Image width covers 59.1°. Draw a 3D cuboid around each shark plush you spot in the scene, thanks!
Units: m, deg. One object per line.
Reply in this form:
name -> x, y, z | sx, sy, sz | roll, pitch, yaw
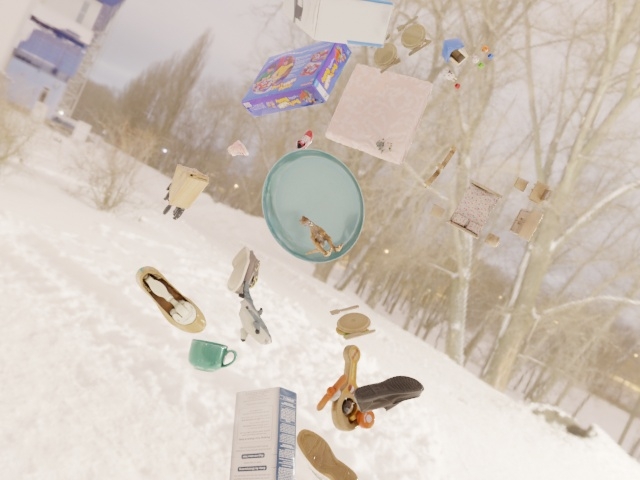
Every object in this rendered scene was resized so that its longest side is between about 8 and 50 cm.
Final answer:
shark plush -> -0.168, 0.180, 1.377 | 0.067, 0.073, 0.161 | -1, 54, -43

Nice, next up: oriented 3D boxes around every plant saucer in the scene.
plant saucer -> -0.018, -0.096, 1.556 | 0.318, 0.317, 0.044 | 25, 24, 20

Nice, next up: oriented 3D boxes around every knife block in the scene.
knife block -> -0.571, -0.183, 2.343 | 0.088, 0.242, 0.276 | 13, 9, -32

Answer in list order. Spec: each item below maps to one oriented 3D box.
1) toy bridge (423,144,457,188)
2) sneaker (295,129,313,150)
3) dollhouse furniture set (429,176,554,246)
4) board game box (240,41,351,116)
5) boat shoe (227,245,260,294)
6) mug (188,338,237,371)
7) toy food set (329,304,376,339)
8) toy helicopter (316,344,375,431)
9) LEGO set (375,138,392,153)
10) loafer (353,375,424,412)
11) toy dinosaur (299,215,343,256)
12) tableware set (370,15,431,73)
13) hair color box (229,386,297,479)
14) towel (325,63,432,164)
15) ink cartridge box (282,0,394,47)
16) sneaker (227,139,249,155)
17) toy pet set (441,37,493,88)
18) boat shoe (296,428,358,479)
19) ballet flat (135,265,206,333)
toy bridge -> 0.447, -0.270, 2.119 | 0.026, 0.188, 0.063 | 37, -2, 13
sneaker -> -0.063, -0.397, 2.241 | 0.042, 0.118, 0.067 | 28, -12, 4
dollhouse furniture set -> 0.651, -0.149, 2.155 | 0.356, 0.303, 0.174 | 27, 8, 2
board game box -> -0.087, -0.553, 1.925 | 0.347, 0.233, 0.078 | 1, -34, 43
boat shoe -> -0.281, 0.125, 2.140 | 0.097, 0.116, 0.324 | 42, 11, -17
mug -> -0.386, 0.406, 1.968 | 0.158, 0.097, 0.129 | 6, -10, 40
toy food set -> 0.115, 0.303, 2.026 | 0.132, 0.038, 0.192 | -12, 26, -11
toy helicopter -> 0.105, 0.605, 2.340 | 0.235, 0.355, 0.140 | 22, -27, -36
LEGO set -> 0.223, -0.342, 2.035 | 0.023, 0.054, 0.083 | -7, 2, -34
loafer -> 0.205, 0.468, 1.707 | 0.220, 0.078, 0.080 | -6, 24, -10
toy dinosaur -> 0.000, 0.000, 1.462 | 0.112, 0.064, 0.211 | 41, -16, 28
tableware set -> 0.268, -0.644, 1.885 | 0.039, 0.194, 0.128 | 23, 46, -56
hair color box -> -0.172, 0.633, 1.708 | 0.174, 0.347, 0.105 | -15, -32, 28
towel -> 0.217, -0.479, 2.117 | 0.332, 0.317, 0.053 | 25, 2, 25
ink cartridge box -> 0.040, -0.678, 1.652 | 0.223, 0.129, 0.307 | -3, 34, -22
sneaker -> -0.353, -0.382, 2.416 | 0.051, 0.070, 0.134 | 61, -8, -35
toy pet set -> 0.361, -0.475, 1.452 | 0.065, 0.122, 0.114 | 25, 37, -35
boat shoe -> 0.000, 0.719, 1.817 | 0.277, 0.098, 0.096 | 50, -44, -12
ballet flat -> -0.380, 0.159, 1.437 | 0.232, 0.080, 0.073 | 45, -15, -16
